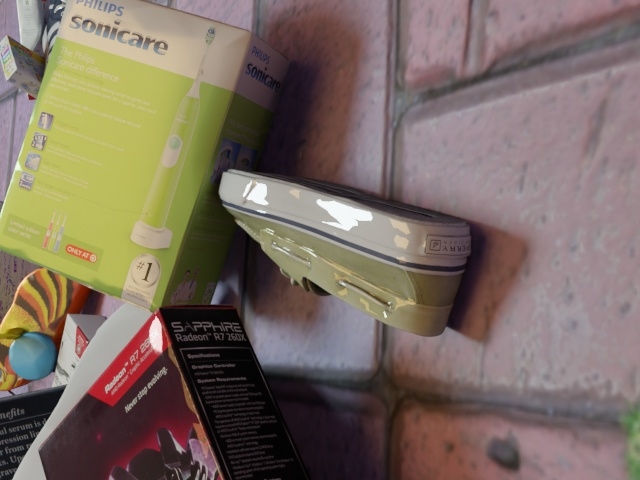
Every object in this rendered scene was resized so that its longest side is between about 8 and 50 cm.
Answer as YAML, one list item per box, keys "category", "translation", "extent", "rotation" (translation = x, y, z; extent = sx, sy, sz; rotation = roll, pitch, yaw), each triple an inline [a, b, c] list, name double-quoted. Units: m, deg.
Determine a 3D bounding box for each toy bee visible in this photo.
- category: "toy bee"
  translation: [-0.455, 0.162, 1.325]
  extent: [0.195, 0.162, 0.298]
  rotation: [85, -155, -71]

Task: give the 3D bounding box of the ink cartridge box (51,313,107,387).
- category: "ink cartridge box"
  translation: [-0.332, 0.185, 1.261]
  extent: [0.099, 0.056, 0.135]
  rotation: [33, 111, 53]

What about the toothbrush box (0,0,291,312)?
- category: "toothbrush box"
  translation: [-0.181, -0.091, 0.914]
  extent: [0.206, 0.122, 0.283]
  rotation: [19, 94, 17]

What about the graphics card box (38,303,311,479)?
- category: "graphics card box"
  translation: [-0.094, 0.263, 0.707]
  extent: [0.233, 0.094, 0.371]
  rotation: [-46, 58, 31]

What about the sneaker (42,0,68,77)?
- category: "sneaker"
  translation: [-0.360, -0.317, 1.354]
  extent: [0.153, 0.099, 0.282]
  rotation: [-65, 35, 27]

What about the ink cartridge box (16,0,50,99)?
- category: "ink cartridge box"
  translation: [-0.466, -0.331, 1.513]
  extent: [0.145, 0.045, 0.179]
  rotation: [-85, -10, -80]

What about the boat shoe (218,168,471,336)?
- category: "boat shoe"
  translation: [0.000, 0.000, 0.766]
  extent: [0.302, 0.109, 0.094]
  rotation: [21, 103, 52]

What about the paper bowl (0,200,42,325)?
- category: "paper bowl"
  translation: [-0.557, 0.073, 1.530]
  extent: [0.284, 0.148, 0.284]
  rotation: [-15, 71, 54]

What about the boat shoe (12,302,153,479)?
- category: "boat shoe"
  translation: [-0.208, 0.183, 0.955]
  extent: [0.108, 0.102, 0.301]
  rotation: [13, 59, 25]

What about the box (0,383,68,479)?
- category: "box"
  translation: [-0.331, 0.410, 1.017]
  extent: [0.293, 0.212, 0.395]
  rotation: [-48, 59, 41]

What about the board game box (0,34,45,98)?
- category: "board game box"
  translation: [-0.424, -0.245, 1.387]
  extent: [0.026, 0.154, 0.103]
  rotation: [-43, 47, 14]
